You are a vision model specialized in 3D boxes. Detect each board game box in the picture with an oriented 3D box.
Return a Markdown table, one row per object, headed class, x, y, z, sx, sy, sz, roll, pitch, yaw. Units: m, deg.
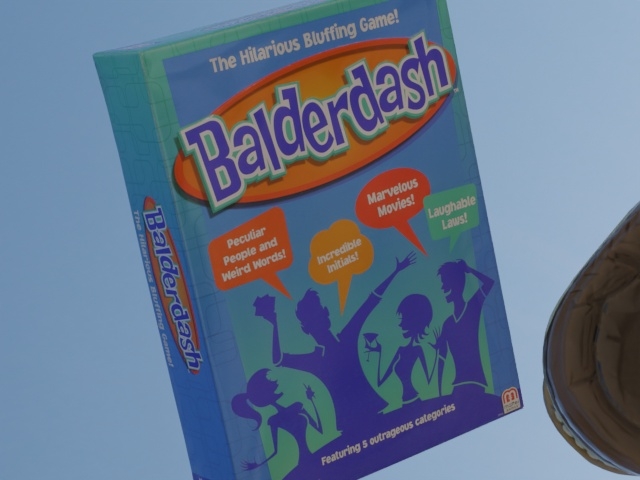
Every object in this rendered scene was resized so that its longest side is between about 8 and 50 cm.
| class | x | y | z | sx | sy | sz | roll | pitch | yaw |
| --- | --- | --- | --- | --- | --- | --- | --- | --- | --- |
| board game box | 0.000 | 0.000 | 0.804 | 0.160 | 0.047 | 0.210 | -20 | -76 | -30 |

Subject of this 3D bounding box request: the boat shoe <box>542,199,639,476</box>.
| class | x | y | z | sx | sy | sz | roll | pitch | yaw |
| --- | --- | --- | --- | --- | --- | --- | --- | --- | --- |
| boat shoe | 0.121 | -0.023 | 0.390 | 0.190 | 0.072 | 0.068 | -38 | -99 | -3 |
